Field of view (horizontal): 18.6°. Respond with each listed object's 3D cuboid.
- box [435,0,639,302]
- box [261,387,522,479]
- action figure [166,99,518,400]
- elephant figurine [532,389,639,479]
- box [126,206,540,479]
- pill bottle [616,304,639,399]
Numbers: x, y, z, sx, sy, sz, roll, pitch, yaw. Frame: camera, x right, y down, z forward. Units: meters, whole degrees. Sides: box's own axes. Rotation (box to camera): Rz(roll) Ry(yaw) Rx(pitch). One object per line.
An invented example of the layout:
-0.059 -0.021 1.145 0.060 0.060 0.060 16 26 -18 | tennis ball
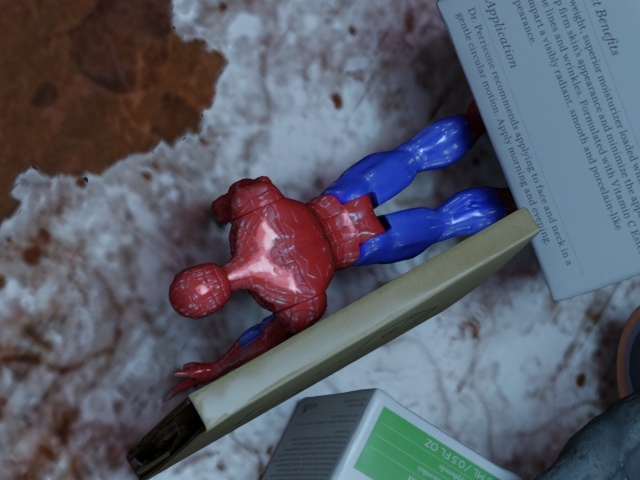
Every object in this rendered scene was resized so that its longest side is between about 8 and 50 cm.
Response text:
0.177 -0.081 1.090 0.182 0.119 0.181 -21 90 -61 | box
0.031 0.141 1.040 0.101 0.102 0.087 33 72 -16 | box
0.000 0.000 1.068 0.280 0.139 0.091 -23 88 -47 | action figure
0.171 0.195 1.060 0.186 0.239 0.169 -29 61 -16 | elephant figurine
0.003 0.056 1.003 0.201 0.164 0.021 -28 84 -21 | box
0.300 0.075 1.153 0.246 0.130 0.130 0 81 -23 | pill bottle
